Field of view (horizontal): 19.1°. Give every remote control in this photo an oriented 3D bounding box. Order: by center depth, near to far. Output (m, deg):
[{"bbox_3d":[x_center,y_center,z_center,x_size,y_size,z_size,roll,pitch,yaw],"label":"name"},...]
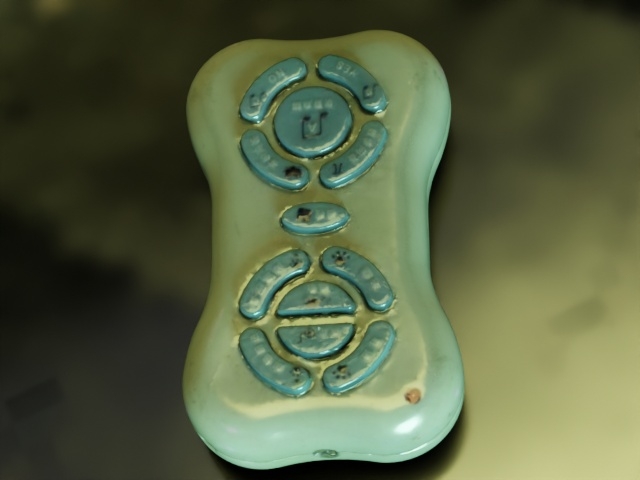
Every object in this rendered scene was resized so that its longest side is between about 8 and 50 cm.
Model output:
[{"bbox_3d":[0.000,0.000,0.506,0.074,0.032,0.122,-5,66,5],"label":"remote control"}]
